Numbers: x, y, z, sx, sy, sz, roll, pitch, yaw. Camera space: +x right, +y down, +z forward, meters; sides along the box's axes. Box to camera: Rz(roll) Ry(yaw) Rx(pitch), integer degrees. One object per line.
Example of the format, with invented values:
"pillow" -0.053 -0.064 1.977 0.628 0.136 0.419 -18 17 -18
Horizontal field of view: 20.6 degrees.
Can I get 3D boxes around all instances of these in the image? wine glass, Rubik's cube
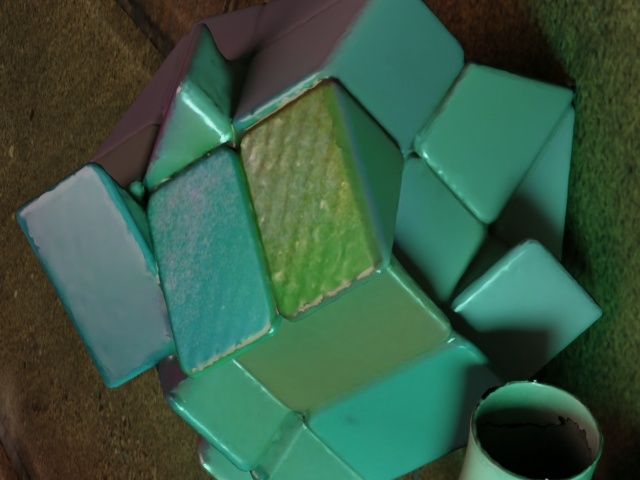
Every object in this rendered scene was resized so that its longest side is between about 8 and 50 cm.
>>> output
"wine glass" 0.133 0.203 1.222 0.231 0.103 0.103 96 155 -43
"Rubik's cube" 0.000 0.000 1.312 0.387 0.358 0.368 -4 47 56
